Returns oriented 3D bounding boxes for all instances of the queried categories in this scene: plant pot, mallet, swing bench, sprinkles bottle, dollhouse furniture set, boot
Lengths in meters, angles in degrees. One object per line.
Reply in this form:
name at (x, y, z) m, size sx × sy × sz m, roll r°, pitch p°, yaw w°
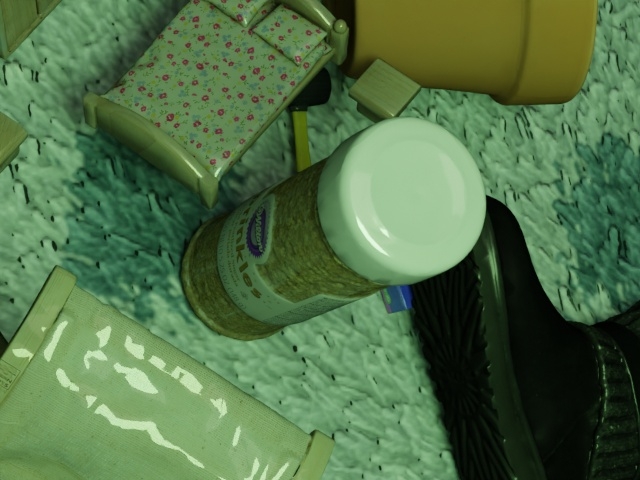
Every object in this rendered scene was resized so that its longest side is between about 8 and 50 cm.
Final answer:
plant pot at (0.111, -0.256, 1.626) m, size 0.204 × 0.291 × 0.290 m, roll -8°, pitch 81°, yaw -9°
mallet at (-0.024, -0.070, 1.646) m, size 0.062 × 0.039 × 0.189 m, roll 5°, pitch 80°, yaw -24°
swing bench at (-0.169, 0.172, 1.403) m, size 0.253 × 0.255 × 0.165 m, roll 34°, pitch 67°, yaw -13°
sprinkles bottle at (0.000, 0.000, 1.459) m, size 0.121 × 0.355 × 0.121 m, roll 5°, pitch 77°, yaw -23°
dollhouse furniture set at (-0.141, -0.148, 1.462) m, size 0.356 × 0.174 × 0.303 m, roll 33°, pitch 66°, yaw 13°
boot at (0.232, 0.085, 1.646) m, size 0.260 × 0.131 × 0.348 m, roll -20°, pitch 107°, yaw -24°

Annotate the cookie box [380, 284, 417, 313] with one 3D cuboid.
cookie box at (0.101, 0.010, 1.677) m, size 0.107 × 0.040 × 0.091 m, roll -16°, pitch 86°, yaw -26°
